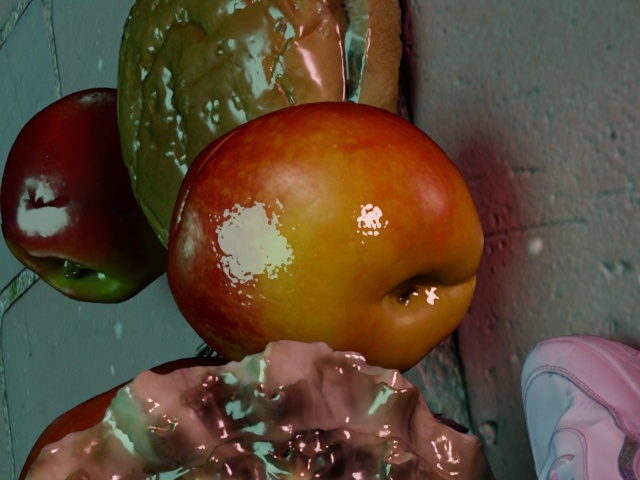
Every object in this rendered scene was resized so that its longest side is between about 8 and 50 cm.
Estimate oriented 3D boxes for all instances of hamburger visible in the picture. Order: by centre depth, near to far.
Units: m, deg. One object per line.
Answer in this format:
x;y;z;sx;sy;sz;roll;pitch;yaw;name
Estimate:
-0.063;-0.119;1.030;0.285;0.134;0.265;-65;37;41;hamburger

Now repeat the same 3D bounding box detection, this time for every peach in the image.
0.000;0.000;0.863;0.192;0.190;0.190;33;121;34;peach
-0.198;-0.050;1.233;0.197;0.197;0.197;2;93;60;peach

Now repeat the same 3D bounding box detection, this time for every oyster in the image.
0.008;0.203;0.773;0.238;0.351;0.115;-41;7;6;oyster

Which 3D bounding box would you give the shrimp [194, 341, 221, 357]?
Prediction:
-0.045;0.078;1.046;0.190;0.073;0.074;-23;84;41;shrimp

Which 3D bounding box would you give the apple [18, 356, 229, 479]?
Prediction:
-0.088;0.206;0.969;0.260;0.260;0.216;-49;58;49;apple

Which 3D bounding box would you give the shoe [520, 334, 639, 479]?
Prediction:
0.145;0.148;0.673;0.095;0.138;0.245;-61;41;34;shoe
